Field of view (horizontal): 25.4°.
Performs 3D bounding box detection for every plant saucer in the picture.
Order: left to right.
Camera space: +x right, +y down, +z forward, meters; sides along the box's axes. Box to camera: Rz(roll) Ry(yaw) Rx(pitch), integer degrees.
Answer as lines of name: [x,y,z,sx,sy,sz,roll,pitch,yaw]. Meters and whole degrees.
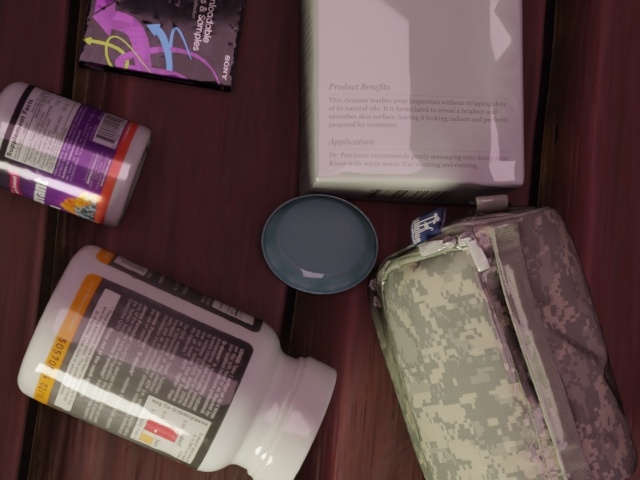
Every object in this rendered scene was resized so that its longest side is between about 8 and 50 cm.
plant saucer: [0.000,0.000,1.451,0.119,0.021,0.119,3,122,4]

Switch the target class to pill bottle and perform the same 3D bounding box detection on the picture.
pill bottle: [-0.274,-0.093,1.406,0.194,0.108,0.108,20,83,-5]
pill bottle: [-0.136,0.128,1.376,0.278,0.162,0.162,25,82,-4]

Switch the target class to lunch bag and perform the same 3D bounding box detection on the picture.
lunch bag: [0.180,0.113,1.369,0.213,0.256,0.305,-16,87,-8]

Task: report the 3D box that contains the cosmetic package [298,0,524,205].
cosmetic package: [0.087,-0.236,1.443,0.217,0.156,0.385,2,84,-7]

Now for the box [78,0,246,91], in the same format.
box: [-0.162,-0.224,1.472,0.162,0.029,0.116,9,84,-7]
